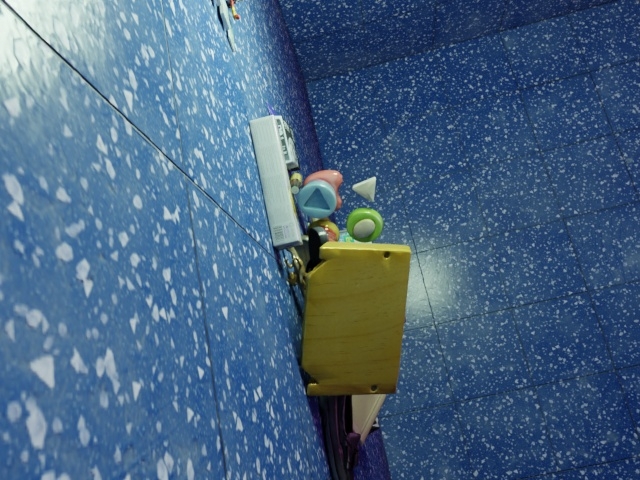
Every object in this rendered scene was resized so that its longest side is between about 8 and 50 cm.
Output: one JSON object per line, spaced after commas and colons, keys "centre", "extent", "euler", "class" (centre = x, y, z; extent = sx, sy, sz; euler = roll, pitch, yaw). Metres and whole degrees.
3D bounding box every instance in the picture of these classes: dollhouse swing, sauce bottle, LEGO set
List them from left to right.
{"centre": [-0.224, -0.612, 1.316], "extent": [0.183, 0.060, 0.245], "euler": [75, 4, -58], "class": "LEGO set"}
{"centre": [-0.083, -0.189, 1.807], "extent": [0.128, 0.042, 0.042], "euler": [-90, 166, -62], "class": "sauce bottle"}
{"centre": [0.079, 0.172, 1.392], "extent": [0.305, 0.314, 0.347], "euler": [-151, -116, -73], "class": "dollhouse swing"}

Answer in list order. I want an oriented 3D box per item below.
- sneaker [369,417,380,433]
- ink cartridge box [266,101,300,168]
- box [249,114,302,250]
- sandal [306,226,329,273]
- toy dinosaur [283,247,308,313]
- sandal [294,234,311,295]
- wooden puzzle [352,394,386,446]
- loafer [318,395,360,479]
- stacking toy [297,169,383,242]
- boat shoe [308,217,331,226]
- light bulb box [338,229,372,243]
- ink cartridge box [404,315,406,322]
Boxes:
{"centre": [0.154, 0.663, 2.000], "extent": [0.108, 0.100, 0.271], "euler": [63, 0, 10], "class": "sneaker"}
{"centre": [-0.119, -0.344, 1.800], "extent": [0.206, 0.045, 0.209], "euler": [-8, 83, -84], "class": "ink cartridge box"}
{"centre": [-0.108, -0.139, 1.306], "extent": [0.063, 0.067, 0.324], "euler": [56, 21, -77], "class": "box"}
{"centre": [-0.013, 0.090, 1.394], "extent": [0.097, 0.054, 0.255], "euler": [22, -59, 59], "class": "sandal"}
{"centre": [-0.047, 0.101, 1.368], "extent": [0.112, 0.064, 0.212], "euler": [-82, 159, -79], "class": "toy dinosaur"}
{"centre": [-0.026, 0.095, 1.482], "extent": [0.060, 0.089, 0.220], "euler": [-39, 117, -73], "class": "sandal"}
{"centre": [0.094, 0.434, 1.568], "extent": [0.239, 0.044, 0.221], "euler": [60, 33, -8], "class": "wooden puzzle"}
{"centre": [0.059, 0.477, 1.370], "extent": [0.109, 0.095, 0.303], "euler": [61, 16, -70], "class": "loafer"}
{"centre": [0.065, -0.073, 1.828], "extent": [0.130, 0.279, 0.309], "euler": [-75, 159, -56], "class": "stacking toy"}
{"centre": [0.000, 0.000, 2.069], "extent": [0.104, 0.089, 0.286], "euler": [25, 44, -49], "class": "boat shoe"}
{"centre": [0.136, 0.133, 2.315], "extent": [0.361, 0.225, 0.358], "euler": [-38, 115, -83], "class": "light bulb box"}
{"centre": [0.114, 0.177, 1.719], "extent": [0.202, 0.277, 0.117], "euler": [-98, 175, -46], "class": "ink cartridge box"}
